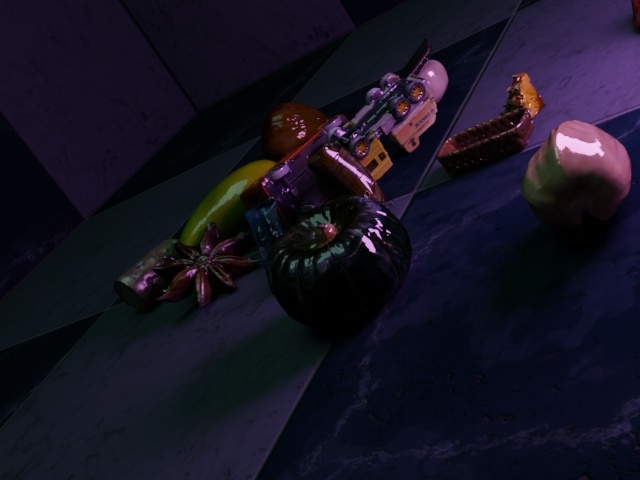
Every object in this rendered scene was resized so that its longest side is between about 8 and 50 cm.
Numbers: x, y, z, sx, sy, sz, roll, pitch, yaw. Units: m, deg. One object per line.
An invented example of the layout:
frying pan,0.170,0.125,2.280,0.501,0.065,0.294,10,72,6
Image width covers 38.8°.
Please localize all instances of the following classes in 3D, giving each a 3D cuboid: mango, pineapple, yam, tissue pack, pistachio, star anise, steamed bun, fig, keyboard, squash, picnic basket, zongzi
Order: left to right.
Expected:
yam,-0.408,0.081,2.258,0.107,0.107,0.194,-8,31,53
star anise,-0.255,0.075,2.059,0.272,0.102,0.272,-10,44,9
mango,-0.211,-0.069,2.224,0.343,0.156,0.192,-44,9,-19
tissue pack,-0.115,-0.020,1.994,0.085,0.138,0.028,-28,-19,22
fig,-0.018,-0.276,2.497,0.290,0.190,0.190,8,22,-3
squash,0.031,0.036,1.541,0.252,0.165,0.252,-29,22,13
zongzi,0.072,-0.124,1.927,0.084,0.187,0.184,-46,-5,10
keyboard,0.185,-0.366,2.297,0.317,0.027,0.106,-54,13,25
steamed bun,0.272,-0.391,2.296,0.130,0.091,0.112,-51,11,34
picnic basket,0.327,-0.193,1.785,0.193,0.055,0.110,-21,22,36
pineapple,0.411,-0.280,1.871,0.077,0.114,0.114,-2,-10,-20
pistachio,0.375,-0.101,1.333,0.157,0.157,0.229,-24,9,29

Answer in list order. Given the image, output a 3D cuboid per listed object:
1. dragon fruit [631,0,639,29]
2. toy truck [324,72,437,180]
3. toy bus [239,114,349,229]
dragon fruit,0.682,-0.533,1.816,0.134,0.211,0.262,-32,12,-17
toy truck,0.152,-0.252,2.078,0.272,0.157,0.124,-46,36,-9
toy bus,-0.032,-0.158,2.144,0.153,0.143,0.329,-16,23,51
